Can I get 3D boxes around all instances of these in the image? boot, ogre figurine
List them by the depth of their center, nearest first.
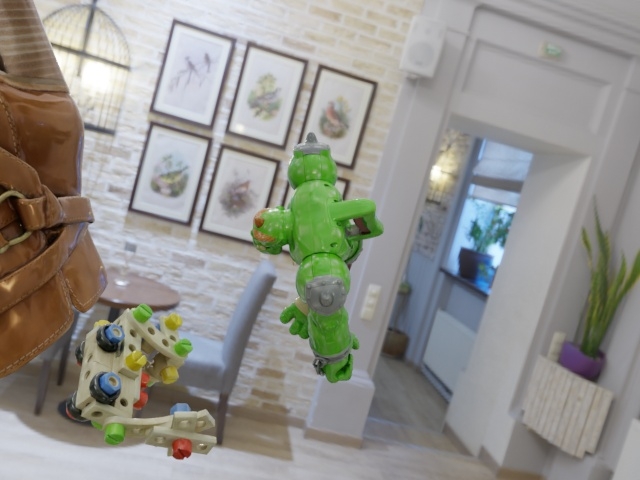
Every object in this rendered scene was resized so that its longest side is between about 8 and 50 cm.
[{"bbox_3d":[-0.228,-0.017,0.320,0.109,0.220,0.283,-3,21,16],"label":"boot"},{"bbox_3d":[0.000,0.000,0.487,0.096,0.197,0.118,12,-24,8],"label":"ogre figurine"}]

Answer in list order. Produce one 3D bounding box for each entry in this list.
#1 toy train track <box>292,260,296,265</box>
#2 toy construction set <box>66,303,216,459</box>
[{"bbox_3d":[-0.045,0.050,1.433,0.014,0.048,0.083,-10,-1,19],"label":"toy train track"},{"bbox_3d":[-0.294,0.236,1.017,0.215,0.151,0.328,40,7,-35],"label":"toy construction set"}]
